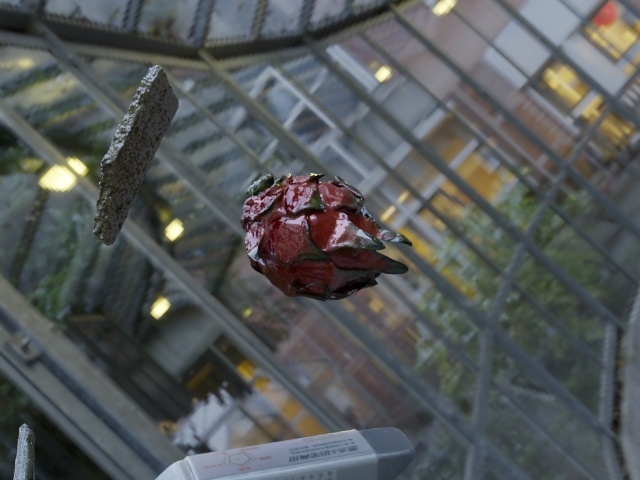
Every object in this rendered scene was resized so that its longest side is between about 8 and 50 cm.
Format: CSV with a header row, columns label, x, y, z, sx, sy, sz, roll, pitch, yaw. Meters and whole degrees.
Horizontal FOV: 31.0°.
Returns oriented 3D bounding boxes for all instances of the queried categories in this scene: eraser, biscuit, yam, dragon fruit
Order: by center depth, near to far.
label,x,y,z,sx,sy,sz,roll,pitch,yaw
eraser,-0.051,0.298,1.473,0.352,0.061,0.089,-5,17,-17
yam,-0.389,0.292,1.527,0.033,0.027,0.129,-38,33,18
biscuit,-0.260,-0.115,1.573,0.131,0.026,0.236,69,-137,-72
dragon fruit,0.000,0.000,1.741,0.193,0.274,0.192,-60,-1,5
